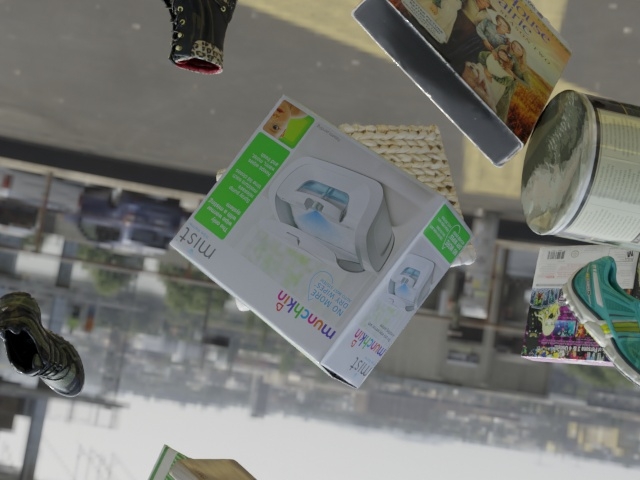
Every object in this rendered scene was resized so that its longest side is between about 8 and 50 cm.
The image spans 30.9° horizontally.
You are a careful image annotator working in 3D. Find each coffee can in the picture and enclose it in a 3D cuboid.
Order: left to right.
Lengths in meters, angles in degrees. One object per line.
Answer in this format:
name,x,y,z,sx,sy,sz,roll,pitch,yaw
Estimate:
coffee can,0.443,-0.082,1.588,0.275,0.201,0.201,10,172,-14

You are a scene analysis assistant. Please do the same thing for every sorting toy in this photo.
sorting toy,-0.101,0.437,1.690,0.257,0.089,0.255,39,-179,18

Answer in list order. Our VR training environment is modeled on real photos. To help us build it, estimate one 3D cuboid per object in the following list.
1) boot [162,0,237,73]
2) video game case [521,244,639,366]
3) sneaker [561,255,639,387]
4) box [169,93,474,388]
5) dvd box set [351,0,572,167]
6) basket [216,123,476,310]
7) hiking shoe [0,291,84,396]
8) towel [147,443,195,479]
boot,-0.262,-0.413,2.085,0.236,0.178,0.085,16,161,-27
video game case,0.462,0.111,2.015,0.042,0.210,0.232,20,166,-34
sneaker,0.479,0.139,1.758,0.275,0.110,0.107,55,-161,27
box,0.000,0.000,1.349,0.262,0.231,0.127,37,177,31
dvd box set,0.234,-0.315,1.765,0.307,0.420,0.062,46,124,-5
basket,0.039,-0.038,2.064,0.331,0.266,0.328,-18,172,40
hiking shoe,-0.472,0.197,1.913,0.086,0.114,0.227,-19,125,17
towel,-0.234,0.551,2.172,0.325,0.248,0.038,20,171,39
